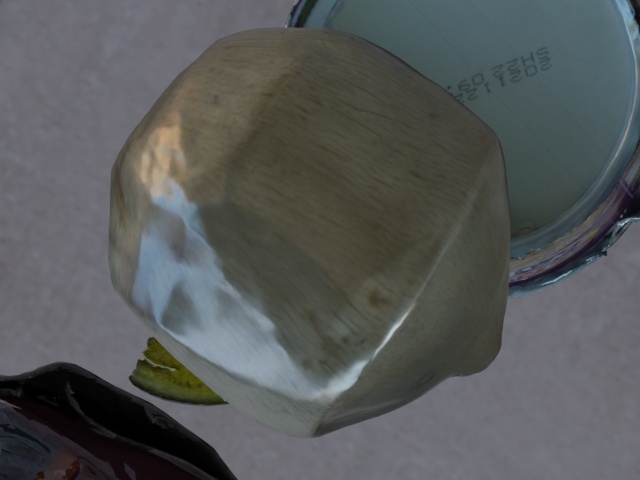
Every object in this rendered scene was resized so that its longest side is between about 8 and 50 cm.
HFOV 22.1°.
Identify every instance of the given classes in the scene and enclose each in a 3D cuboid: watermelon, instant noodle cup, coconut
[{"bbox_3d":[-0.036,0.043,1.071,0.092,0.181,0.075,36,176,-42],"label":"watermelon"},{"bbox_3d":[0.114,-0.113,1.215,0.340,0.340,0.266,29,-177,4],"label":"instant noodle cup"},{"bbox_3d":[0.000,0.000,0.857,0.224,0.224,0.224,29,169,6],"label":"coconut"}]

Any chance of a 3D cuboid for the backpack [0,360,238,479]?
[{"bbox_3d":[-0.104,0.156,0.625,0.317,0.197,0.283,21,158,-9],"label":"backpack"}]
